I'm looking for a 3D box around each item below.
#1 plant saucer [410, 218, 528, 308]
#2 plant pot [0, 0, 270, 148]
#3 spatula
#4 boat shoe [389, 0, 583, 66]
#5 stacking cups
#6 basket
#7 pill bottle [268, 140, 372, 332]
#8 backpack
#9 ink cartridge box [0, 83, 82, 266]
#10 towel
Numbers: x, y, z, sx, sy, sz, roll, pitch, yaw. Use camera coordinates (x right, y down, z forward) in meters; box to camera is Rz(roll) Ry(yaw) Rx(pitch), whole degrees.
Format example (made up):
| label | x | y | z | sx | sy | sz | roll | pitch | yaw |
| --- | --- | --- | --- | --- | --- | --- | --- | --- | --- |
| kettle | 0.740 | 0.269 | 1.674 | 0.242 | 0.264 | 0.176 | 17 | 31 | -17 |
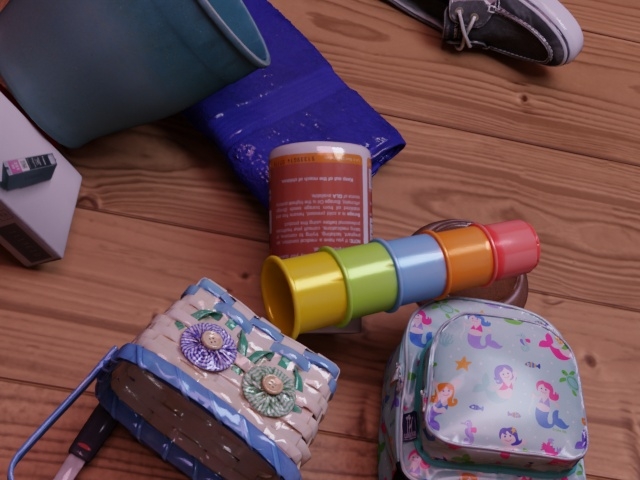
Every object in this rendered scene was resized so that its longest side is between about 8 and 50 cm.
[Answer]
| label | x | y | z | sx | sy | sz | roll | pitch | yaw |
| --- | --- | --- | --- | --- | --- | --- | --- | --- | --- |
| plant saucer | 0.184 | 0.036 | 1.674 | 0.168 | 0.029 | 0.168 | 8 | 54 | -11 |
| plant pot | -0.238 | -0.247 | 1.565 | 0.255 | 0.271 | 0.271 | -34 | 63 | 10 |
| spatula | -0.264 | 0.247 | 1.387 | 0.084 | 0.030 | 0.296 | 28 | 52 | 4 |
| boat shoe | 0.207 | -0.323 | 1.903 | 0.335 | 0.121 | 0.119 | 31 | 59 | 21 |
| stacking cups | 0.097 | 0.031 | 1.464 | 0.316 | 0.096 | 0.096 | -12 | 59 | -21 |
| basket | -0.137 | 0.199 | 1.347 | 0.255 | 0.201 | 0.289 | 34 | 65 | 0 |
| pill bottle | 0.000 | 0.000 | 1.547 | 0.121 | 0.121 | 0.216 | 1 | 84 | -15 |
| backpack | 0.179 | 0.181 | 1.475 | 0.225 | 0.191 | 0.253 | 10 | 48 | -8 |
| ink cartridge box | -0.367 | -0.142 | 1.507 | 0.060 | 0.275 | 0.239 | -13 | 49 | 24 |
| towel | -0.067 | -0.171 | 1.728 | 0.228 | 0.076 | 0.308 | -29 | 69 | -35 |
